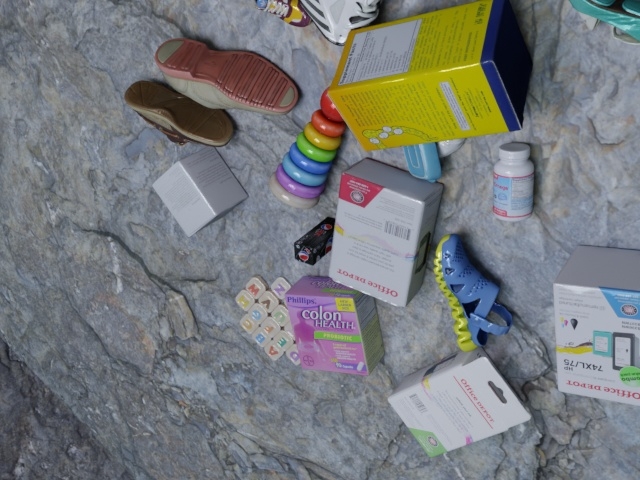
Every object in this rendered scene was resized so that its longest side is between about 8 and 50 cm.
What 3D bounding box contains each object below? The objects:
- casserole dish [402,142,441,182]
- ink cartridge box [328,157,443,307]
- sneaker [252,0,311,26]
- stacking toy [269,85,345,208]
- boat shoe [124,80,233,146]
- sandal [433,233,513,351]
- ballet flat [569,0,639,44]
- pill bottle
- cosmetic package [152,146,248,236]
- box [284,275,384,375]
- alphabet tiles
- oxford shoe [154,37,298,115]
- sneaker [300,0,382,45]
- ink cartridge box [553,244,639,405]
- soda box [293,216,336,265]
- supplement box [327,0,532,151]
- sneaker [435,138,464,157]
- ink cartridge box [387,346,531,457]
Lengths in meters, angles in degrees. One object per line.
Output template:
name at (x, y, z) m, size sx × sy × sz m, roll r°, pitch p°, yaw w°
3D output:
casserole dish at (0.224, -0.217, 1.767) m, size 0.114 × 0.037 × 0.188 m, roll 28°, pitch 136°, yaw 64°
ink cartridge box at (0.156, -0.021, 1.893) m, size 0.226 × 0.131 × 0.306 m, roll 22°, pitch 126°, yaw 22°
sneaker at (-0.108, -0.558, 1.814) m, size 0.185 × 0.084 × 0.069 m, roll 34°, pitch 129°, yaw 15°
stacking toy at (-0.004, -0.241, 1.901) m, size 0.141 × 0.141 × 0.330 m, roll 38°, pitch 122°, yaw 12°
boat shoe at (-0.384, -0.330, 2.122) m, size 0.342 × 0.123 × 0.123 m, roll 22°, pitch 155°, yaw 17°
sandal at (0.370, 0.121, 1.841) m, size 0.138 × 0.126 × 0.317 m, roll -9°, pitch 117°, yaw 33°
ballet flat at (0.551, -0.425, 1.445) m, size 0.247 × 0.083 × 0.087 m, roll 32°, pitch 142°, yaw 19°
pill bottle at (0.424, -0.129, 1.682) m, size 0.087 × 0.087 × 0.160 m, roll 10°, pitch 118°, yaw 30°
cosmetic package at (-0.337, -0.139, 2.150) m, size 0.151 × 0.151 × 0.183 m, roll -32°, pitch 93°, yaw 41°
box at (0.041, 0.232, 2.108) m, size 0.214 × 0.117 × 0.243 m, roll 1°, pitch 114°, yaw 30°
alphabet tiles at (-0.130, 0.240, 2.301) m, size 0.284 × 0.021 × 0.278 m, roll 46°, pitch 131°, yaw 4°
oxford shoe at (-0.232, -0.402, 1.981) m, size 0.397 × 0.140 × 0.146 m, roll 25°, pitch 157°, yaw 16°
sneaker at (0.134, -0.547, 1.635) m, size 0.447 × 0.169 × 0.257 m, roll 16°, pitch 133°, yaw 33°
ink cartridge box at (0.625, 0.178, 1.637) m, size 0.198 × 0.197 × 0.270 m, roll 5°, pitch 117°, yaw 33°
soda box at (0.000, 0.000, 1.985) m, size 0.060 × 0.169 × 0.053 m, roll 16°, pitch 124°, yaw 27°
supplement box at (0.228, -0.334, 1.578) m, size 0.357 × 0.194 × 0.195 m, roll -4°, pitch 143°, yaw 32°
sneaker at (0.299, -0.253, 1.696) m, size 0.080 × 0.094 × 0.212 m, roll 47°, pitch 131°, yaw 2°
ink cartridge box at (0.371, 0.406, 1.983) m, size 0.353 × 0.119 × 0.207 m, roll -35°, pitch 91°, yaw 42°
